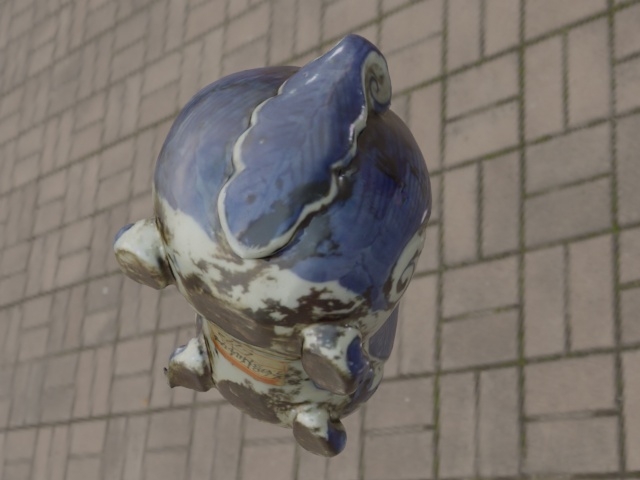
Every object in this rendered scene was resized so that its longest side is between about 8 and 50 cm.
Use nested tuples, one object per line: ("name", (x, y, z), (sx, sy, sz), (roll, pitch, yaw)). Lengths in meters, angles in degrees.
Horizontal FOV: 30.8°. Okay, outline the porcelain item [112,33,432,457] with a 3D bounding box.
("porcelain item", (0.000, 0.000, 0.639), (0.138, 0.288, 0.186), (26, 68, 14))
